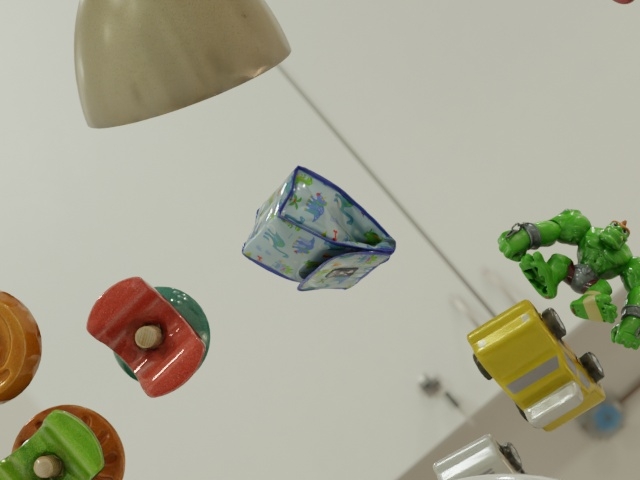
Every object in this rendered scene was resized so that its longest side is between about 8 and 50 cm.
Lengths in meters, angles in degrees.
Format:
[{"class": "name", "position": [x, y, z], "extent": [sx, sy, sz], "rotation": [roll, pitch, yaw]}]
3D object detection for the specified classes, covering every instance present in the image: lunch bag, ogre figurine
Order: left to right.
[{"class": "lunch bag", "position": [0.000, 0.000, 1.862], "extent": [0.129, 0.151, 0.096], "rotation": [-42, 25, 57]}, {"class": "ogre figurine", "position": [0.313, 0.031, 1.823], "extent": [0.118, 0.197, 0.097], "rotation": [-44, -35, -36]}]

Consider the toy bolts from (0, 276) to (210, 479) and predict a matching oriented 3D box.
[{"class": "toy bolts", "position": [-0.208, 0.110, 1.365], "extent": [0.228, 0.218, 0.158], "rotation": [-38, -6, 2]}]

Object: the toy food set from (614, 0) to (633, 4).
[{"class": "toy food set", "position": [0.320, -0.273, 1.517], "extent": [0.104, 0.111, 0.232], "rotation": [-49, 25, -21]}]

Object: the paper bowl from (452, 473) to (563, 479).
[{"class": "paper bowl", "position": [0.144, 0.286, 1.217], "extent": [0.284, 0.284, 0.148], "rotation": [-50, 30, 46]}]

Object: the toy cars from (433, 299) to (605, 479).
[{"class": "toy cars", "position": [0.228, 0.232, 1.737], "extent": [0.176, 0.087, 0.394], "rotation": [-2, -49, -13]}]

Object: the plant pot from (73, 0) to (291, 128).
[{"class": "plant pot", "position": [-0.202, -0.285, 2.000], "extent": [0.284, 0.191, 0.284], "rotation": [-19, 17, 6]}]
